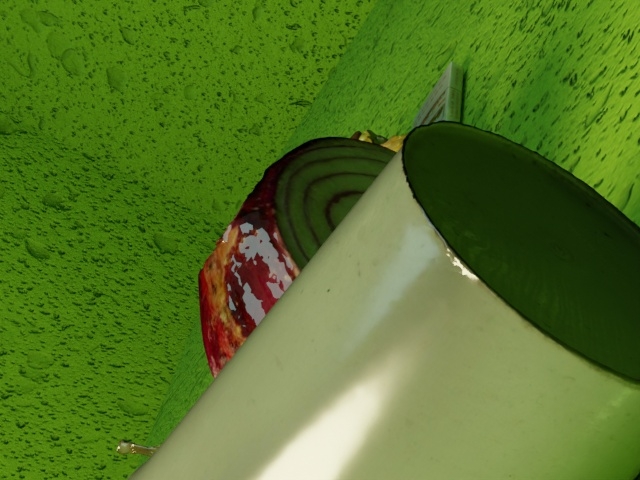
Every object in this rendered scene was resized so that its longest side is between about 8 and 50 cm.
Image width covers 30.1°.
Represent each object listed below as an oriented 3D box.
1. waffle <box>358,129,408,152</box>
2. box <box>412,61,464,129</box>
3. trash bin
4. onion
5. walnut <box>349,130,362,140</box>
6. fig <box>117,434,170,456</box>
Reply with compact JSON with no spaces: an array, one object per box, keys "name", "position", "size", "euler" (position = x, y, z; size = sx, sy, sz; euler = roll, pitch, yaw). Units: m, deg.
[{"name":"waffle","position":[0.048,-0.010,1.470],"size":[0.311,0.060,0.307],"euler":[15,70,50]},{"name":"box","position":[0.166,-0.162,1.732],"size":[0.122,0.032,0.220],"euler":[-56,11,34]},{"name":"trash bin","position":[0.041,0.158,0.825],"size":[0.432,0.280,0.280],"euler":[-54,12,27]},{"name":"onion","position":[0.009,0.071,1.171],"size":[0.260,0.281,0.337],"euler":[-53,14,35]},{"name":"walnut","position":[0.000,0.000,1.673],"size":[0.336,0.208,0.209],"euler":[-66,10,-3]},{"name":"fig","position":[-0.202,0.352,1.892],"size":[0.230,0.143,0.160],"euler":[-22,39,32]}]
